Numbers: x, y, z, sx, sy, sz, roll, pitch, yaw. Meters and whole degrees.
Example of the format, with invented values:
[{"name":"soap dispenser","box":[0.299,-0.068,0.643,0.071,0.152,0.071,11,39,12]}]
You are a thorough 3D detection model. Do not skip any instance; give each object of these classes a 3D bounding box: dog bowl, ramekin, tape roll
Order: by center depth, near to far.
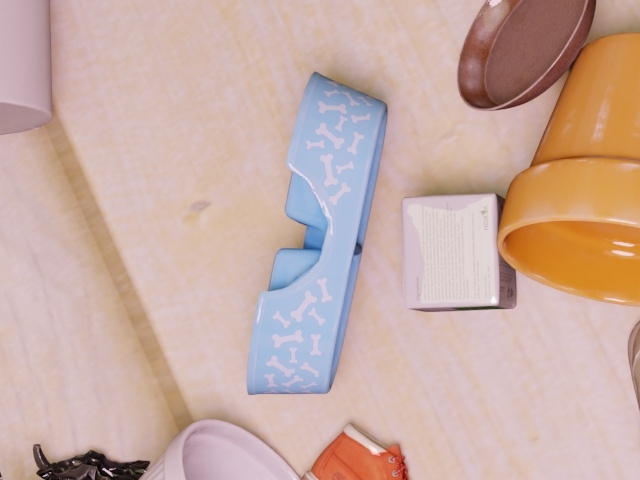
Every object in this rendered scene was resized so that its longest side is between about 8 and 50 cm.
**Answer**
[{"name":"ramekin","box":[-0.086,0.272,1.420,0.109,0.207,0.207,-41,77,20]},{"name":"dog bowl","box":[0.000,0.000,1.439,0.074,0.166,0.297,11,89,5]},{"name":"tape roll","box":[-0.377,-0.196,1.509,0.246,0.246,0.169,-4,85,15]}]

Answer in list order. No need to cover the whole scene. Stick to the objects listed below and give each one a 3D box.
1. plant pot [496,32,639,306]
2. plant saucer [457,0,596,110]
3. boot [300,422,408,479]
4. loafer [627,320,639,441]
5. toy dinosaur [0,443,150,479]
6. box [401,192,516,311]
[{"name":"plant pot","box":[0.267,-0.064,1.357,0.205,0.205,0.188,8,71,16]},{"name":"plant saucer","box":[0.187,-0.183,1.418,0.029,0.168,0.168,30,96,-27]},{"name":"boot","box":[0.065,0.233,1.453,0.158,0.059,0.084,34,88,14]},{"name":"loafer","box":[0.319,0.190,1.366,0.102,0.092,0.268,-19,81,14]},{"name":"toy dinosaur","box":[-0.253,0.321,1.493,0.322,0.164,0.218,12,106,-5]},{"name":"box","box":[0.124,0.012,1.428,0.087,0.101,0.102,-2,86,16]}]
